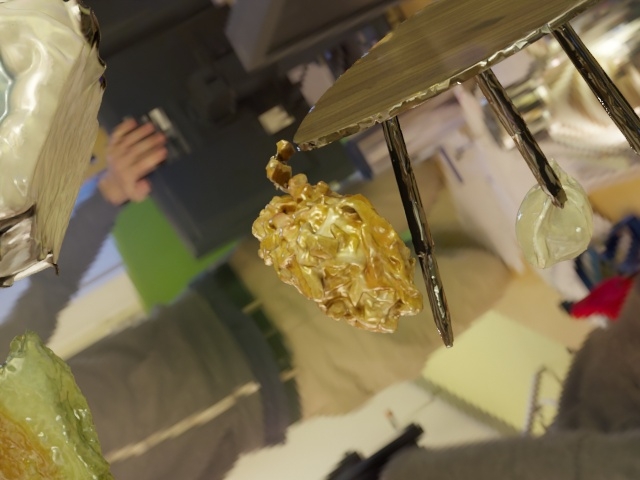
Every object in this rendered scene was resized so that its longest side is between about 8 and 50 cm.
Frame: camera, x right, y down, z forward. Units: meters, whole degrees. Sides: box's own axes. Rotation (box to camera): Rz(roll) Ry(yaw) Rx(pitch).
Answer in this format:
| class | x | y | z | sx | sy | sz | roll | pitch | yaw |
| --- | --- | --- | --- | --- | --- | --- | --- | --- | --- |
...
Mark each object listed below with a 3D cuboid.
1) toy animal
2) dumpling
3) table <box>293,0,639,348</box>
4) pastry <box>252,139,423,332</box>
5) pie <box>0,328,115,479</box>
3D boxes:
| class | x | y | z | sx | sy | sz | roll | pitch | yaw |
| --- | --- | --- | --- | --- | --- | --- | --- | --- | --- |
| toy animal | -0.233 | -0.069 | 0.895 | 0.156 | 0.204 | 0.208 | 15 | 166 | -4 |
| dumpling | 0.324 | -0.040 | 1.878 | 0.108 | 0.188 | 0.127 | 11 | 126 | 17 |
| table | 0.180 | -0.091 | 1.263 | 0.249 | 0.317 | 0.317 | 59 | 166 | -18 |
| pastry | 0.000 | 0.000 | 1.252 | 0.154 | 0.102 | 0.250 | 43 | 177 | -22 |
| pie | -0.281 | 0.172 | 1.013 | 0.302 | 0.302 | 0.067 | 64 | -153 | -20 |
